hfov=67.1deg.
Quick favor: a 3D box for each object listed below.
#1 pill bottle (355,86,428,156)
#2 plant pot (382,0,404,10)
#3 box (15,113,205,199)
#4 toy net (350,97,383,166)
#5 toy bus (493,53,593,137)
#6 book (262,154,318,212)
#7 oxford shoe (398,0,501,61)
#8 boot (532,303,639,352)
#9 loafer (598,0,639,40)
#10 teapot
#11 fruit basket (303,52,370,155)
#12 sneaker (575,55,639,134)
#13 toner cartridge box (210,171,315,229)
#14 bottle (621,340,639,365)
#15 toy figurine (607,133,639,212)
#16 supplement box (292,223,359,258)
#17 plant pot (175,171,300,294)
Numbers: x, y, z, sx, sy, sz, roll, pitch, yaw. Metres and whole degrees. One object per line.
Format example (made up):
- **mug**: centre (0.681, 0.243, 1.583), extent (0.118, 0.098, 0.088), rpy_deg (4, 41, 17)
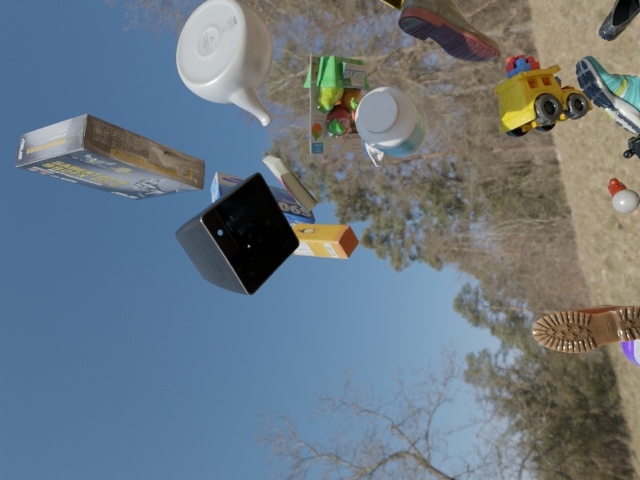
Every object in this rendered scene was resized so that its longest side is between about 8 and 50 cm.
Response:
- **pill bottle**: centre (0.175, -0.292, 1.197), extent (0.264, 0.146, 0.146), rpy_deg (-7, -81, -68)
- **plant pot**: centre (0.221, -0.751, 1.443), extent (0.081, 0.081, 0.083), rpy_deg (-58, 19, 32)
- **box**: centre (-0.339, -0.127, 0.804), extent (0.231, 0.183, 0.056), rpy_deg (17, -107, -57)
- **toy net**: centre (0.161, -0.348, 1.522), extent (0.122, 0.045, 0.232), rpy_deg (12, -118, -45)
- **toy bus**: centre (0.580, -0.398, 1.286), extent (0.220, 0.149, 0.211), rpy_deg (-12, -92, -16)
- **book**: centre (-0.076, -0.138, 1.160), extent (0.035, 0.096, 0.144), rpy_deg (-43, -63, -6)
- **oxford shoe**: centre (0.390, -0.623, 1.385), extent (0.348, 0.123, 0.130), rpy_deg (15, -97, -26)
- **boot**: centre (0.391, 0.126, 0.713), extent (0.084, 0.158, 0.059), rpy_deg (-1, -97, -79)
- **loafer**: centre (0.857, -0.655, 1.326), extent (0.223, 0.076, 0.078), rpy_deg (-54, -11, 2)
- **teapot**: centre (-0.206, -0.440, 1.161), extent (0.187, 0.252, 0.256), rpy_deg (11, -79, -57)
- **fruit basket**: centre (0.075, -0.502, 1.806), extent (0.327, 0.165, 0.353), rpy_deg (-16, -75, -49)
- **sneaker**: centre (0.816, -0.409, 1.321), extent (0.110, 0.275, 0.107), rpy_deg (-47, 1, 10)
- **toner cartridge box**: centre (-0.200, -0.126, 1.681), extent (0.348, 0.165, 0.075), rpy_deg (12, -57, -25)
- **bottle**: centre (0.553, 0.162, 0.639), extent (0.118, 0.283, 0.092), rpy_deg (-7, -83, -14)
- **toy figurine**: centre (0.843, -0.153, 1.188), extent (0.148, 0.210, 0.213), rpy_deg (-43, -31, -62)
- **supplement box**: centre (0.000, 0.000, 1.493), extent (0.078, 0.233, 0.080), rpy_deg (-54, -50, -29)
- **plant pot**: centre (-0.190, -0.008, 1.025), extent (0.188, 0.167, 0.187), rpy_deg (-47, -63, -41)
